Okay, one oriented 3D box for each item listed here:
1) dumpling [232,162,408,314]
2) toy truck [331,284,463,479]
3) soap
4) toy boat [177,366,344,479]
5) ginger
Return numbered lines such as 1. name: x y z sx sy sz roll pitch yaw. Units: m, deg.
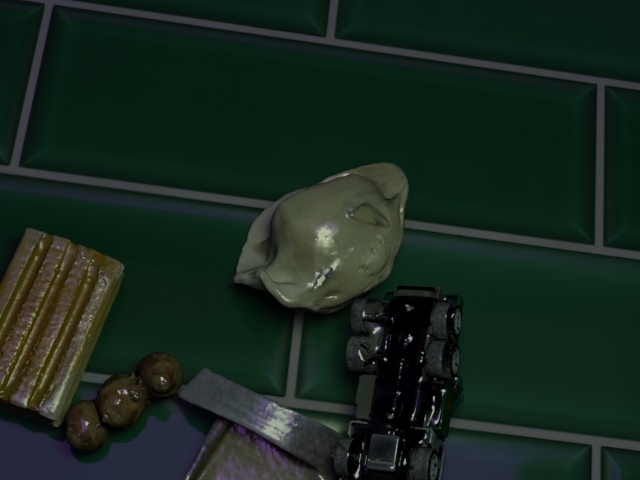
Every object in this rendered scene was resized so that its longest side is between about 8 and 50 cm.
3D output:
1. dumpling: 0.000 0.000 1.947 0.243 0.187 0.318 14 50 42
2. toy truck: 0.138 0.230 1.833 0.176 0.178 0.363 1 63 23
3. soap: -0.432 0.133 1.856 0.173 0.089 0.274 19 67 2
4. toy boat: -0.103 0.354 1.808 0.276 0.111 0.293 10 78 2
5. ginger: -0.300 0.243 1.821 0.204 0.104 0.080 -34 100 -8
